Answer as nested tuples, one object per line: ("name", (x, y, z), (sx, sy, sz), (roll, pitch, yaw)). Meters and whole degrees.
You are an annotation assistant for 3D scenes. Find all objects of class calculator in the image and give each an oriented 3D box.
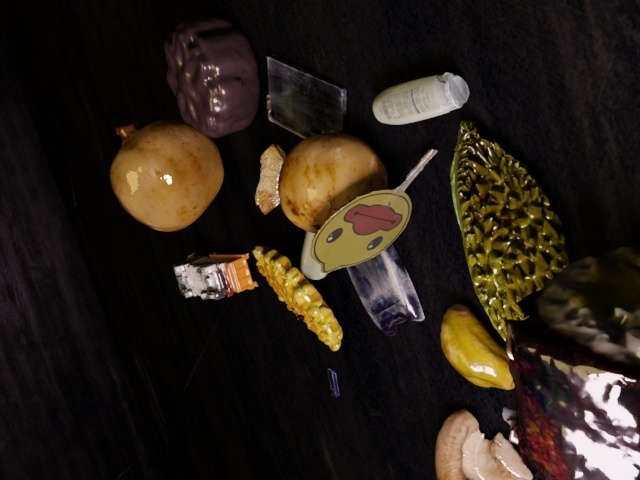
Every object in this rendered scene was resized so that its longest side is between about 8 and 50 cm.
("calculator", (0.119, 0.067, 1.736), (0.177, 0.040, 0.268), (-41, 70, 56))
("calculator", (-0.031, -0.285, 1.733), (0.261, 0.021, 0.161), (34, 136, 40))

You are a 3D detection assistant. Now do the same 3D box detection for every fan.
("fan", (0.104, -0.048, 1.534), (0.335, 0.229, 0.011), (-50, 56, 25))

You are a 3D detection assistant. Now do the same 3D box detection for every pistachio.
("pistachio", (0.282, 0.207, 1.519), (0.100, 0.110, 0.189), (-45, 68, 23))

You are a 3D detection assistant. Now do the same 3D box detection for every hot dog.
("hot dog", (-0.106, -0.144, 1.900), (0.078, 0.061, 0.169), (16, 107, 13))

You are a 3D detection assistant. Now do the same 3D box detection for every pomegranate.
("pomegranate", (0.027, -0.114, 1.607), (0.215, 0.215, 0.215), (35, 137, 40))
("pomegranate", (-0.390, -0.164, 2.096), (0.307, 0.307, 0.307), (35, 137, 40))

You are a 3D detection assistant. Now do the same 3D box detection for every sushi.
("sushi", (0.414, 0.194, 1.135), (0.281, 0.299, 0.294), (-134, 32, -55))

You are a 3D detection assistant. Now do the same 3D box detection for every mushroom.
("mushroom", (0.315, 0.479, 1.609), (0.286, 0.151, 0.156), (52, 147, 21))

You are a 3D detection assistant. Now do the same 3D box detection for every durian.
("durian", (0.307, -0.016, 1.371), (0.198, 0.163, 0.395), (-16, -93, -83))

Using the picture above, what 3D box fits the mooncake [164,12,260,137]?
("mooncake", (-0.263, -0.376, 1.907), (0.283, 0.141, 0.283), (37, 138, 42))

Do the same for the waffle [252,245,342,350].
("waffle", (-0.052, 0.129, 1.945), (0.309, 0.065, 0.283), (54, 168, -7))

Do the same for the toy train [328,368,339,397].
("toy train", (0.034, 0.357, 2.071), (0.017, 0.017, 0.083), (20, 127, 47))

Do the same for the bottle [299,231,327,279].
("bottle", (0.000, 0.000, 1.823), (0.072, 0.072, 0.202), (47, 147, 27))

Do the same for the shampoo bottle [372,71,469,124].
("shampoo bottle", (0.170, -0.245, 1.434), (0.212, 0.049, 0.072), (0, 107, 57))

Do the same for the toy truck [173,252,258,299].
("toy truck", (-0.298, 0.094, 2.289), (0.270, 0.135, 0.114), (-1, 108, 52))
